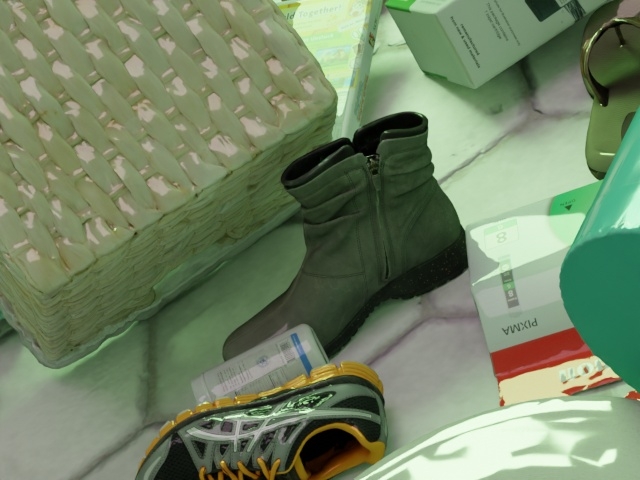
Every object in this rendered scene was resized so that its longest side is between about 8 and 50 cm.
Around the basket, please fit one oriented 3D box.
[{"bbox_3d":[-0.197,-0.117,1.643,0.328,0.331,0.266,-34,-8,-11],"label":"basket"}]

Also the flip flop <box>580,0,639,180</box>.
[{"bbox_3d":[0.269,-0.147,1.638,0.112,0.080,0.277,-13,31,20],"label":"flip flop"}]

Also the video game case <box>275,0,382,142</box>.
[{"bbox_3d":[-0.056,-0.149,1.870,0.227,0.026,0.206,-6,57,29],"label":"video game case"}]

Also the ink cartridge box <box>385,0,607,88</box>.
[{"bbox_3d":[0.186,-0.240,1.786,0.208,0.087,0.153,-33,17,-9],"label":"ink cartridge box"}]

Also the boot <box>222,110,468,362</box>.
[{"bbox_3d":[0.000,0.000,1.566,0.246,0.161,0.083,-32,34,-6],"label":"boot"}]

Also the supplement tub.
[{"bbox_3d":[-0.043,0.119,1.522,0.107,0.071,0.071,-27,34,3],"label":"supplement tub"}]

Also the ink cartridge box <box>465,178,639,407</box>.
[{"bbox_3d":[0.209,0.043,1.466,0.181,0.056,0.224,-18,34,14],"label":"ink cartridge box"}]

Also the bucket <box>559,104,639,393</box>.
[{"bbox_3d":[0.308,0.008,1.262,0.281,0.281,0.183,10,56,42],"label":"bucket"}]

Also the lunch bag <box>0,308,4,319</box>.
[{"bbox_3d":[-0.379,-0.016,1.857,0.223,0.160,0.262,-11,49,18],"label":"lunch bag"}]

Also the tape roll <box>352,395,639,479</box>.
[{"bbox_3d":[0.129,0.263,1.218,0.392,0.072,0.392,-18,36,14],"label":"tape roll"}]

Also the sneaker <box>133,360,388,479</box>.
[{"bbox_3d":[-0.046,0.166,1.456,0.215,0.084,0.083,-25,39,2],"label":"sneaker"}]

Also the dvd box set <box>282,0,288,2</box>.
[{"bbox_3d":[0.149,-0.423,2.015,0.420,0.062,0.307,-14,57,19],"label":"dvd box set"}]
